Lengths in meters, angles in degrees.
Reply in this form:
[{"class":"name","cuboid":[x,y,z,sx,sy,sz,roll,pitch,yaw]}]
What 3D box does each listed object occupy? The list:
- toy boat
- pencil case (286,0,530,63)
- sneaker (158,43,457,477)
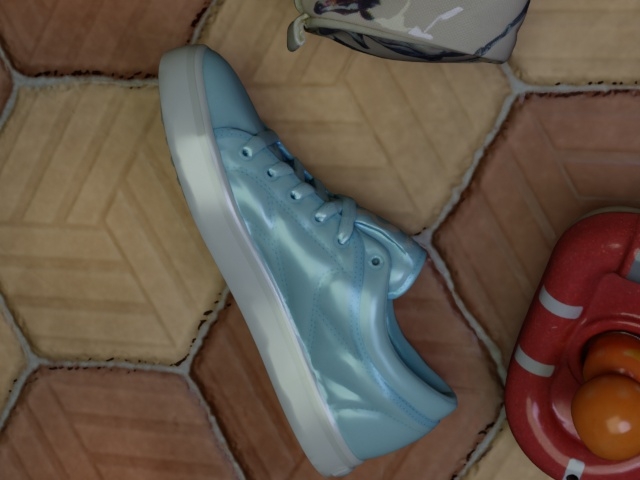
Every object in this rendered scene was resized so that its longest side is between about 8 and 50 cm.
[{"class":"toy boat","cuboid":[0.215,0.100,0.775,0.151,0.151,0.231,20,127,10]},{"class":"pencil case","cuboid":[0.097,-0.315,0.745,0.184,0.160,0.410,14,103,1]},{"class":"sneaker","cuboid":[0.000,0.000,0.848,0.150,0.135,0.366,-22,103,8]}]
